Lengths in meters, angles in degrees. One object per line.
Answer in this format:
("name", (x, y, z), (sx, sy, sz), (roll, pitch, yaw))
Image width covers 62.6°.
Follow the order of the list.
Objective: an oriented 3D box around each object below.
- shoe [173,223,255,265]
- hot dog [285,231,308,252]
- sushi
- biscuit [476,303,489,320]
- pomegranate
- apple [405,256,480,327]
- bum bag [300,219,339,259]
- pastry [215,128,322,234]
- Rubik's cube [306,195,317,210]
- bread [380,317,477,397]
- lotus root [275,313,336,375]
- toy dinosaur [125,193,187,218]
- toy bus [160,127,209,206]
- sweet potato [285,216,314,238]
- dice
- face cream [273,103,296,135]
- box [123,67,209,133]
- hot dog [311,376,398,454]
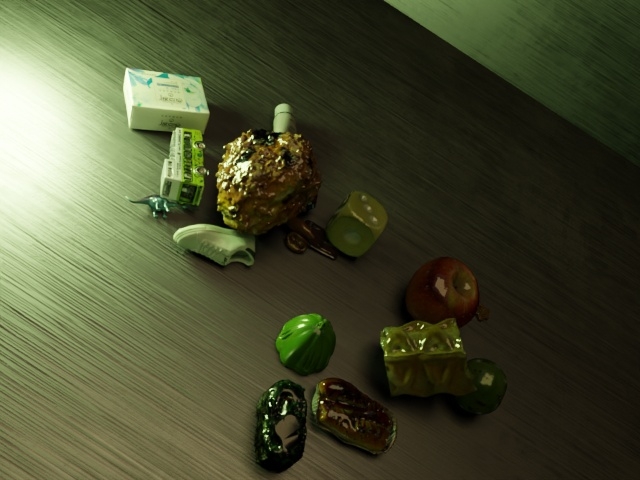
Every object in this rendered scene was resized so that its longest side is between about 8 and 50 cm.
("shoe", (-0.322, 0.022, 1.651), (0.265, 0.095, 0.110), (2, 54, -29))
("hot dog", (-0.083, 0.007, 1.818), (0.083, 0.058, 0.035), (37, 7, 1))
("sushi", (-0.099, 0.481, 1.380), (0.124, 0.127, 0.225), (16, 47, -16))
("biscuit", (0.604, 0.263, 1.996), (0.082, 0.016, 0.092), (-28, 73, -39))
("pomegranate", (0.483, 0.448, 1.692), (0.181, 0.181, 0.224), (-22, 40, -38))
("apple", (0.422, 0.192, 1.833), (0.251, 0.206, 0.272), (37, 48, -11))
("bum bag", (0.000, 0.000, 1.887), (0.159, 0.026, 0.109), (31, 47, -10))
("pastry", (-0.166, -0.210, 1.713), (0.337, 0.292, 0.405), (-17, 30, 8))
("Rubik's cube", (-0.072, -0.158, 1.910), (0.133, 0.133, 0.112), (14, 25, -18))
("bread", (0.319, 0.356, 1.598), (0.252, 0.196, 0.238), (-13, 48, 9))
("lotus root", (-0.023, 0.281, 1.550), (0.186, 0.186, 0.186), (14, 49, -17))
("toy dinosaur", (-0.522, -0.113, 1.688), (0.197, 0.045, 0.080), (7, 42, -33))
("toy bus", (-0.460, -0.256, 1.777), (0.139, 0.113, 0.302), (9, 44, -22))
("sweet potato", (-0.098, -0.067, 1.848), (0.055, 0.058, 0.202), (-38, 62, -23))
("dice", (0.130, -0.060, 1.886), (0.166, 0.169, 0.169), (36, 39, -6))
("face cream", (-0.142, -0.411, 2.096), (0.143, 0.089, 0.314), (33, 43, -42))
("box", (-0.565, -0.507, 1.925), (0.274, 0.116, 0.203), (0, 56, -28))
("hot dog", (0.097, 0.498, 1.501), (0.270, 0.082, 0.163), (30, 48, -5))
